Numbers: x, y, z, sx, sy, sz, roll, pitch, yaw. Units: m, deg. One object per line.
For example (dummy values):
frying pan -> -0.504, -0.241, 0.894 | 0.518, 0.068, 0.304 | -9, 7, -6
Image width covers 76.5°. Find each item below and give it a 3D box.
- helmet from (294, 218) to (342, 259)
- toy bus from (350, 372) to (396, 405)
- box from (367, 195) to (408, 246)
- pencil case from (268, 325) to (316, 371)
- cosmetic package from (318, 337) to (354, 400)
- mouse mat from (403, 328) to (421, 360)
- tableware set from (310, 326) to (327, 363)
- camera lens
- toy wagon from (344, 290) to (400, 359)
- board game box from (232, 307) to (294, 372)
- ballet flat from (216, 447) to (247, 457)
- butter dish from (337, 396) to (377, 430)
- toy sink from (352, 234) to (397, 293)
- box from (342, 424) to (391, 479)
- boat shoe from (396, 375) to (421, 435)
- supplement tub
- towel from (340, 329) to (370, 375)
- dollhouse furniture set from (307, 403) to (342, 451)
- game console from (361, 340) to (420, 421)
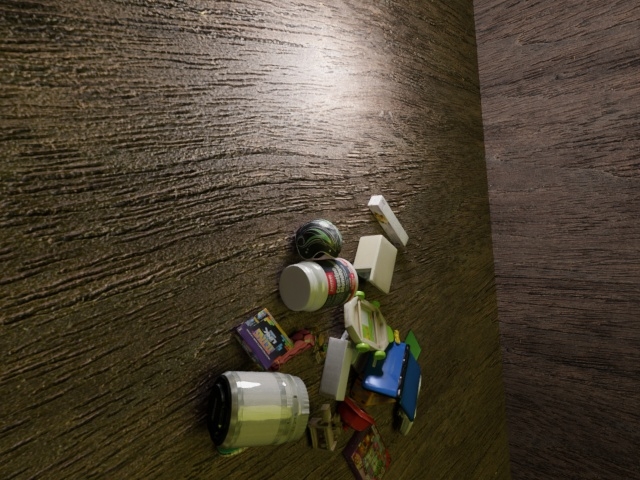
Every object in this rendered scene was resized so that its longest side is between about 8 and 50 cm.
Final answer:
helmet -> 0.000, 0.000, 1.560 | 0.169, 0.162, 0.169 | -20, 90, -74
toy bus -> 0.295, 0.693, 1.919 | 0.333, 0.108, 0.130 | 19, 96, -47
box -> 0.343, -0.092, 2.037 | 0.324, 0.063, 0.067 | 49, 57, -35
pencil case -> -0.115, 0.403, 1.503 | 0.209, 0.098, 0.095 | -25, 107, -44
cosmetic package -> 0.068, 0.536, 1.703 | 0.060, 0.099, 0.238 | 27, 70, -47
mouse mat -> 0.500, 0.604, 2.240 | 0.152, 0.007, 0.189 | -51, 126, -35
tableware set -> -0.004, 0.416, 1.651 | 0.104, 0.024, 0.154 | -61, 139, -54
camera lens -> -0.202, 0.528, 1.278 | 0.275, 0.219, 0.219 | 12, 80, -30
toy wagon -> 0.233, 0.392, 1.811 | 0.344, 0.068, 0.267 | 34, 41, -37
board game box -> -0.194, 0.340, 1.395 | 0.170, 0.048, 0.141 | 50, 45, 7
ballet flat -> -0.242, 0.654, 1.377 | 0.241, 0.091, 0.077 | -30, 136, -39
butter dish -> 0.136, 0.768, 1.757 | 0.118, 0.160, 0.160 | -51, 129, -7
toy sink -> 0.245, 0.115, 1.878 | 0.153, 0.131, 0.234 | 38, 58, -41
box -> 0.224, 1.008, 1.893 | 0.201, 0.057, 0.293 | -43, 120, -38
boat shoe -> 0.446, 0.843, 2.118 | 0.118, 0.103, 0.320 | 82, 24, -76
supplement tub -> -0.003, 0.168, 1.560 | 0.272, 0.191, 0.190 | -2, 91, -48
towel -> 0.195, 0.491, 1.889 | 0.209, 0.034, 0.284 | -52, 126, -33
dollhouse furniture set -> 0.013, 0.733, 1.669 | 0.161, 0.101, 0.181 | -29, 112, -70
game console -> 0.328, 0.620, 1.837 | 0.293, 0.251, 0.173 | -62, 159, -50
